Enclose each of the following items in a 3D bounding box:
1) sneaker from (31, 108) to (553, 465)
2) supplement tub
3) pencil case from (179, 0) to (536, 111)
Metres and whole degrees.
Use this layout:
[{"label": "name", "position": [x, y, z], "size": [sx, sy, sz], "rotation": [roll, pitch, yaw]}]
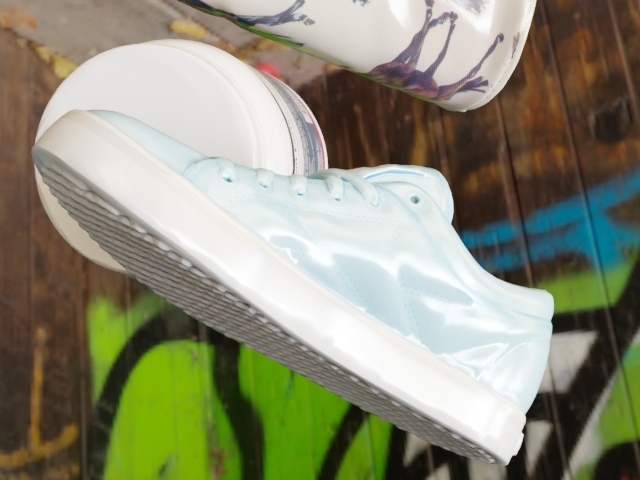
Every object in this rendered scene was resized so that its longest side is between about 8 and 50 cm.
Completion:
[{"label": "sneaker", "position": [0.000, 0.000, 0.716], "size": [0.366, 0.150, 0.135], "rotation": [34, 161, -26]}, {"label": "supplement tub", "position": [-0.105, -0.063, 0.945], "size": [0.191, 0.191, 0.272], "rotation": [-11, -179, 10]}, {"label": "pencil case", "position": [-0.012, -0.258, 0.979], "size": [0.411, 0.183, 0.160], "rotation": [17, -179, -23]}]
